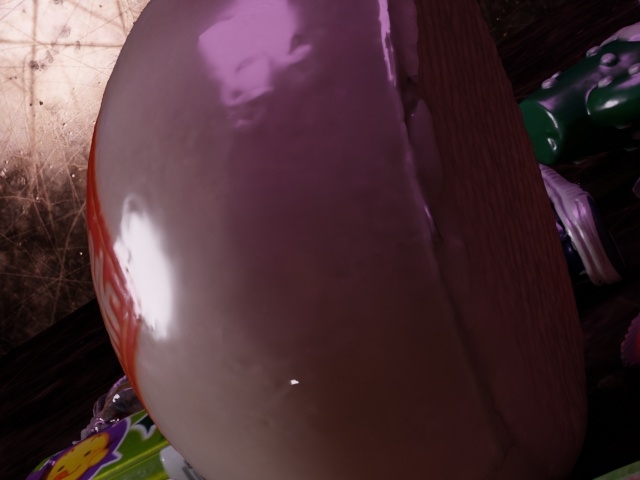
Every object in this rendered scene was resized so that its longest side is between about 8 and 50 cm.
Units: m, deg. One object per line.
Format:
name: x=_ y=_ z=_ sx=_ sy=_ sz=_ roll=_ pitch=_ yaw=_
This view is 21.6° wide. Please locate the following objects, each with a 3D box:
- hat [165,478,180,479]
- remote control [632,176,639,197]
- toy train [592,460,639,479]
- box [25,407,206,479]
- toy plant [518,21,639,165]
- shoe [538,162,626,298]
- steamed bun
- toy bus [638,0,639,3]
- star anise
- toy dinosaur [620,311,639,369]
hat: x=-0.120 y=0.234 z=0.933 sx=0.203 sy=0.126 sz=0.203 roll=-33 pitch=8 yaw=5
remote control: x=0.334 y=-0.079 z=1.365 sx=0.166 sy=0.029 sz=0.065 roll=-22 pitch=13 yaw=32
toy train: x=0.104 y=0.161 z=0.529 sx=0.188 sy=0.132 sz=0.243 roll=-25 pitch=13 yaw=19
box: x=-0.085 y=0.166 z=1.316 sx=0.346 sy=0.097 sz=0.134 roll=-30 pitch=17 yaw=23
toy plant: x=0.300 y=-0.144 z=1.559 sx=0.233 sy=0.112 sz=0.243 roll=-18 pitch=7 yaw=42
shoe: x=0.163 y=0.003 z=1.315 sx=0.106 sy=0.091 sz=0.207 roll=-28 pitch=12 yaw=0
steamed bun: x=0.000 y=0.000 z=0.955 sx=0.241 sy=0.374 sz=0.374 roll=-15 pitch=14 yaw=18
toy bus: x=0.368 y=-0.151 z=1.195 sx=0.151 sy=0.145 sz=0.331 roll=-29 pitch=15 yaw=-15
star anise: x=-0.199 y=0.188 z=1.672 sx=0.180 sy=0.061 sz=0.204 roll=-55 pitch=9 yaw=1
toy dinosaur: x=0.225 y=0.041 z=1.022 sx=0.139 sy=0.070 sz=0.286 roll=-41 pitch=7 yaw=27
